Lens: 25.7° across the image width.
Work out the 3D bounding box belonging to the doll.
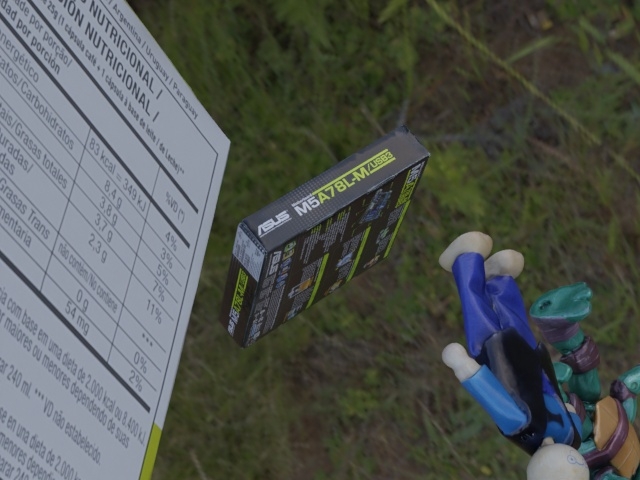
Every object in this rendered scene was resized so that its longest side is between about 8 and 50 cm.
[{"bbox_3d":[0.122,0.084,0.890,0.046,0.129,0.189,-38,48,27],"label":"doll"}]

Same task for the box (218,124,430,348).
[{"bbox_3d":[0.000,0.000,1.262,0.184,0.191,0.045,-34,71,-24],"label":"box"}]

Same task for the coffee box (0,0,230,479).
[{"bbox_3d":[-0.281,0.006,0.547,0.337,0.338,0.334,-11,48,25],"label":"coffee box"}]

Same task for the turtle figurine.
[{"bbox_3d":[0.236,0.152,1.120,0.118,0.234,0.175,-26,33,26],"label":"turtle figurine"}]
